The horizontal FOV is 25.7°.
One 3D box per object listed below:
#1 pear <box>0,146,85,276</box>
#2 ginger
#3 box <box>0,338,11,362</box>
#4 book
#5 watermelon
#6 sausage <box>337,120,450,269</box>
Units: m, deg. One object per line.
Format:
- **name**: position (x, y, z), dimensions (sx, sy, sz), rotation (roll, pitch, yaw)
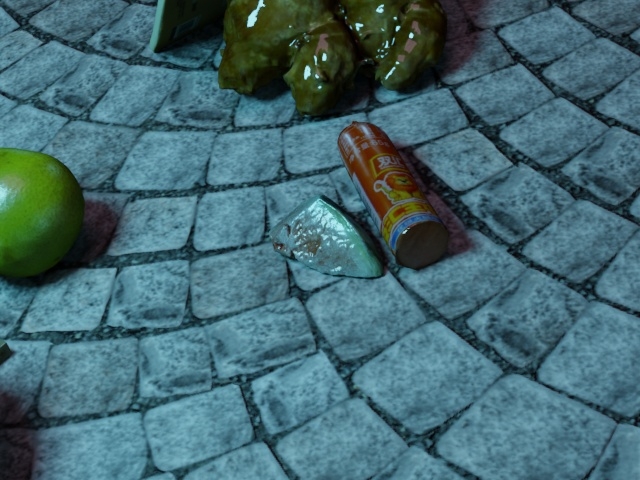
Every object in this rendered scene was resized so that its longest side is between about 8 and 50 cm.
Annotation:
- **pear**: position (-0.380, -0.046, 1.821), dimensions (0.180, 0.166, 0.216), rotation (-4, 18, 31)
- **ginger**: position (0.016, -0.314, 1.989), dimensions (0.358, 0.152, 0.274), rotation (-15, 78, -4)
- **box**: position (-0.424, 0.147, 1.704), dimensions (0.053, 0.024, 0.083), rotation (22, 54, 35)
- **book**: position (-0.079, -0.419, 2.095), dimensions (0.389, 0.269, 0.032), rotation (-31, 83, -18)
- **watermelon**: position (0.007, -0.007, 1.735), dimensions (0.180, 0.081, 0.094), rotation (21, 77, 41)
- **sausage**: position (0.081, -0.072, 1.766), dimensions (0.074, 0.074, 0.274), rotation (-20, 40, -6)
